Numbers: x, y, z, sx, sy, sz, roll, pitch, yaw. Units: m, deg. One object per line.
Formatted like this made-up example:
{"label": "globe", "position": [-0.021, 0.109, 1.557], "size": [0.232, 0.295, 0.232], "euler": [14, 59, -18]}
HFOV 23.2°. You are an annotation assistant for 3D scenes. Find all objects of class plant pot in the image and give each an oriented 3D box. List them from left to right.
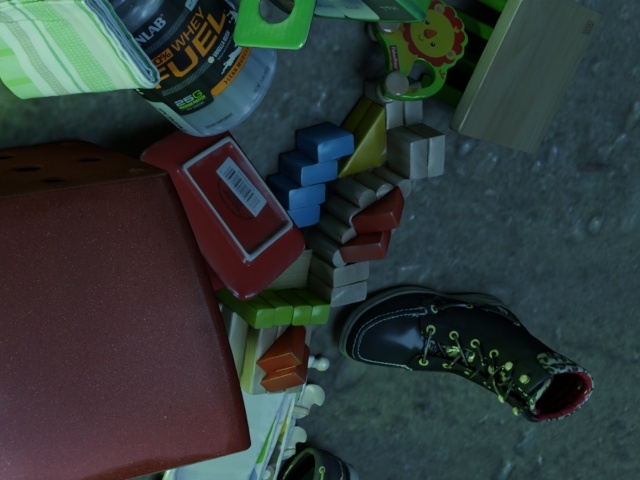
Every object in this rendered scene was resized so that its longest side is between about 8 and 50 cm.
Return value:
{"label": "plant pot", "position": [-0.235, 0.051, 1.292], "size": [0.267, 0.267, 0.235], "euler": [-9, 107, -31]}

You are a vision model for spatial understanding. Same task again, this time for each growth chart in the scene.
{"label": "growth chart", "position": [-0.091, 0.214, 1.624], "size": [0.172, 0.021, 0.237], "euler": [17, 104, -40]}

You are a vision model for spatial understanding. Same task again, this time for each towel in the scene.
{"label": "towel", "position": [-0.216, -0.156, 1.257], "size": [0.113, 0.152, 0.023], "euler": [56, 44, -39]}

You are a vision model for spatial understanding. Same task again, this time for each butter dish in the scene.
{"label": "butter dish", "position": [-0.114, -0.012, 1.409], "size": [0.118, 0.160, 0.160], "euler": [-35, -176, 30]}

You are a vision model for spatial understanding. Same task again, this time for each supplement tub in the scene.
{"label": "supplement tub", "position": [-0.133, -0.182, 1.313], "size": [0.117, 0.117, 0.190], "euler": [-51, 132, -1]}

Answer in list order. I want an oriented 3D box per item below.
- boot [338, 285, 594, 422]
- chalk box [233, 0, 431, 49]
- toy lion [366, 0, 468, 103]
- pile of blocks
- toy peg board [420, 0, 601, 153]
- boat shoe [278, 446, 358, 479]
{"label": "boot", "position": [0.156, 0.122, 1.639], "size": [0.236, 0.178, 0.085], "euler": [0, 114, -36]}
{"label": "chalk box", "position": [0.003, -0.291, 1.258], "size": [0.179, 0.180, 0.289], "euler": [35, 74, -41]}
{"label": "toy lion", "position": [0.097, -0.183, 1.494], "size": [0.096, 0.034, 0.100], "euler": [-3, 79, -20]}
{"label": "pile of blocks", "position": [0.000, 0.000, 1.498], "size": [0.149, 0.113, 0.362], "euler": [27, 94, -39]}
{"label": "toy peg board", "position": [0.185, -0.185, 1.575], "size": [0.161, 0.079, 0.161], "euler": [8, 111, -54]}
{"label": "boat shoe", "position": [-0.049, 0.326, 1.680], "size": [0.069, 0.081, 0.227], "euler": [36, 84, -39]}
